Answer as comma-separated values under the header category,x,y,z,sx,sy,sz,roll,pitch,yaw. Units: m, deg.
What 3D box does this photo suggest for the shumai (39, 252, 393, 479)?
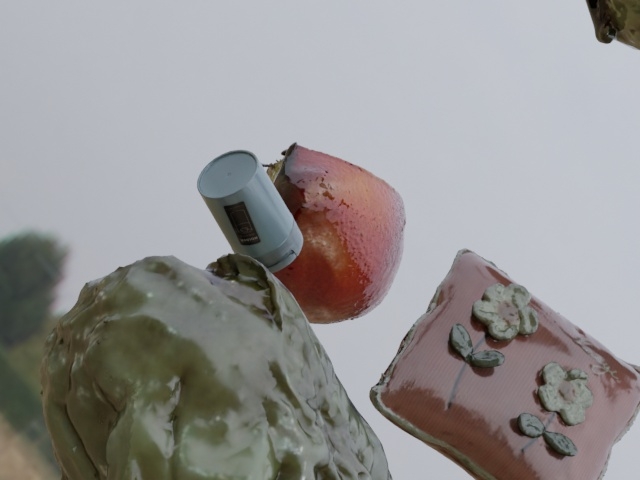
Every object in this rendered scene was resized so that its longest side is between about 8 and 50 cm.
category,x,y,z,sx,sy,sz,roll,pitch,yaw
shumai,-0.074,0.151,0.976,0.189,0.218,0.256,-8,-47,27

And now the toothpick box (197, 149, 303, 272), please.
category,x,y,z,sx,sy,sz,roll,pitch,yaw
toothpick box,-0.052,-0.020,1.301,0.052,0.052,0.083,38,-17,48

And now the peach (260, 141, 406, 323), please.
category,x,y,z,sx,sy,sz,roll,pitch,yaw
peach,0.006,0.002,1.692,0.154,0.159,0.267,15,-7,-8

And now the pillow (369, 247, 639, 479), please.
category,x,y,z,sx,sy,sz,roll,pitch,yaw
pillow,0.142,0.105,1.267,0.179,0.171,0.075,37,-35,-2

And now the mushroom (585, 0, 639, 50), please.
category,x,y,z,sx,sy,sz,roll,pitch,yaw
mushroom,0.377,-0.295,1.512,0.247,0.344,0.130,68,-13,-22
